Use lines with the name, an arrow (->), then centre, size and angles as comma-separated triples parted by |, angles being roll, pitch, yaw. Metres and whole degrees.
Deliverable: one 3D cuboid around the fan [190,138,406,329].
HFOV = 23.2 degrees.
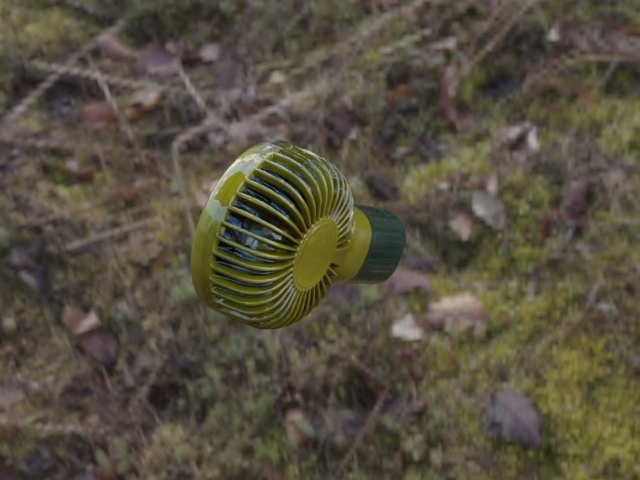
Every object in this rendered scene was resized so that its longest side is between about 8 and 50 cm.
fan -> 0.000, 0.000, 0.716 | 0.039, 0.155, 0.082 | 23, 100, 26
